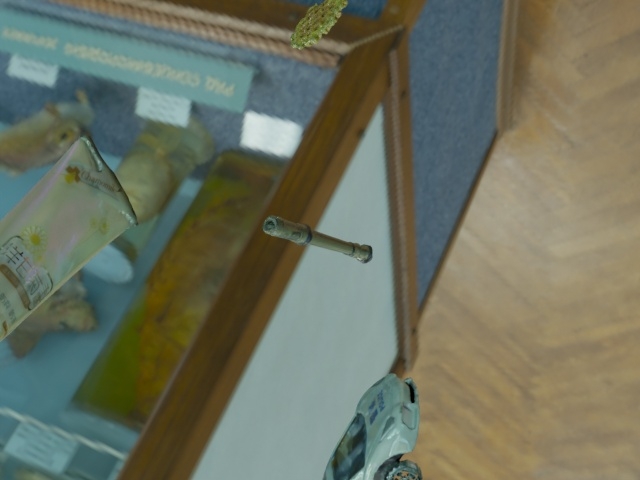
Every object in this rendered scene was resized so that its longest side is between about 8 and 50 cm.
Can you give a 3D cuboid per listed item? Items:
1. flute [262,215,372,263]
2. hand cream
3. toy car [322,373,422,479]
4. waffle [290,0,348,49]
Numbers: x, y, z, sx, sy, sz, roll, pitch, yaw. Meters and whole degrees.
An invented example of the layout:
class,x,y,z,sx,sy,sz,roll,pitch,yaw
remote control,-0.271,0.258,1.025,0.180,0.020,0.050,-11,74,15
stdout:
class,x,y,z,sx,sy,sz,roll,pitch,yaw
flute,0.000,0.000,1.308,0.027,0.027,0.233,6,175,30
hand cream,-0.147,0.011,0.568,0.039,0.143,0.061,-1,129,43
toy car,0.029,0.190,0.821,0.056,0.095,0.205,10,113,-8
waffle,-0.003,-0.246,1.259,0.016,0.078,0.085,38,156,-23
